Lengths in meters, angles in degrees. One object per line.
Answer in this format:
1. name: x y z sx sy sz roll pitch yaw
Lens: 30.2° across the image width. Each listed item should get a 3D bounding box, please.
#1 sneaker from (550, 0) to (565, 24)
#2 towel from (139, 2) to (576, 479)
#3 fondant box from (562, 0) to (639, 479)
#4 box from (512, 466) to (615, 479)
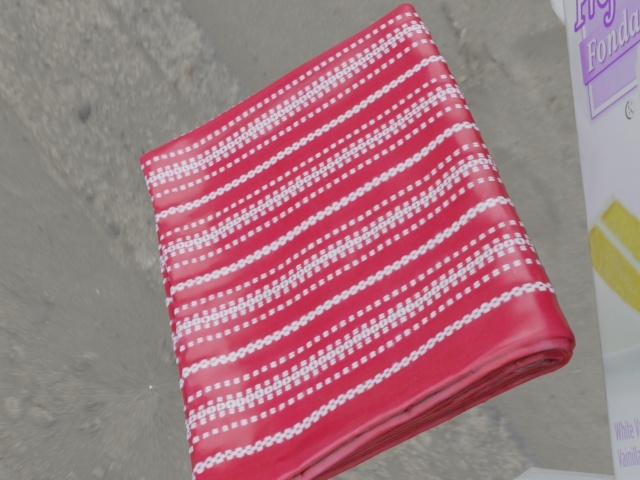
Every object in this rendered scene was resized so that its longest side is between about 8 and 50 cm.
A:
1. sneaker: 0.246 -0.298 0.965 0.102 0.161 0.282 10 41 -11
2. towel: 0.000 0.000 0.620 0.199 0.031 0.275 -29 45 12
3. fondant box: 0.190 -0.059 0.446 0.096 0.238 0.330 2 76 -15
4. box: 0.185 0.215 0.821 0.102 0.087 0.101 2 86 19
